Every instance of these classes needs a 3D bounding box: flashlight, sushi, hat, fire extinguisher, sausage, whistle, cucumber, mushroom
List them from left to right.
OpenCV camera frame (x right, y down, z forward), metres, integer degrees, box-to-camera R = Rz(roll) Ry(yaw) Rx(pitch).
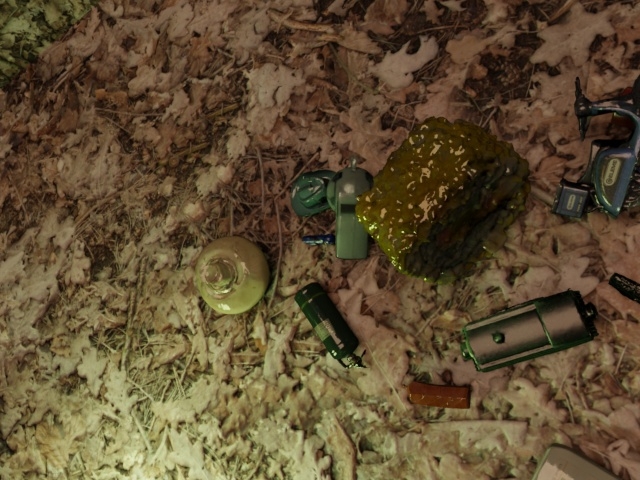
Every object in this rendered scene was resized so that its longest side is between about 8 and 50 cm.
[{"bbox_3d":[-0.282,0.106,1.661,0.246,0.202,0.246,0,89,22],"label":"mushroom"},{"bbox_3d":[-0.024,-0.152,1.655,0.191,0.078,0.138,-18,70,22],"label":"hat"},{"bbox_3d":[0.000,0.000,1.638,0.121,0.057,0.035,-2,116,31],"label":"flashlight"},{"bbox_3d":[0.038,0.258,1.537,0.294,0.093,0.118,54,130,24],"label":"fire extinguisher"},{"bbox_3d":[0.092,-0.104,1.568,0.164,0.163,0.289,14,117,27],"label":"whistle"},{"bbox_3d":[0.298,0.400,1.395,0.170,0.065,0.065,-2,79,26],"label":"sausage"},{"bbox_3d":[0.315,-0.093,1.337,0.396,0.351,0.240,-52,47,12],"label":"sushi"},{"bbox_3d":[0.783,0.152,1.224,0.257,0.043,0.044,33,100,27],"label":"cucumber"}]

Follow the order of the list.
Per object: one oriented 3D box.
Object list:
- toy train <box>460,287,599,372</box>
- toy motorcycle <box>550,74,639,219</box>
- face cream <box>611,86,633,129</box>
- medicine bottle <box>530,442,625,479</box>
[{"bbox_3d":[0.484,0.213,1.280,0.330,0.178,0.138,-23,71,19],"label":"toy train"},{"bbox_3d":[0.670,-0.220,1.255,0.213,0.125,0.358,16,111,24],"label":"toy motorcycle"},{"bbox_3d":[0.814,-0.289,1.269,0.214,0.096,0.095,27,92,28],"label":"face cream"},{"bbox_3d":[0.615,0.588,1.178,0.296,0.111,0.161,29,93,26],"label":"medicine bottle"}]
